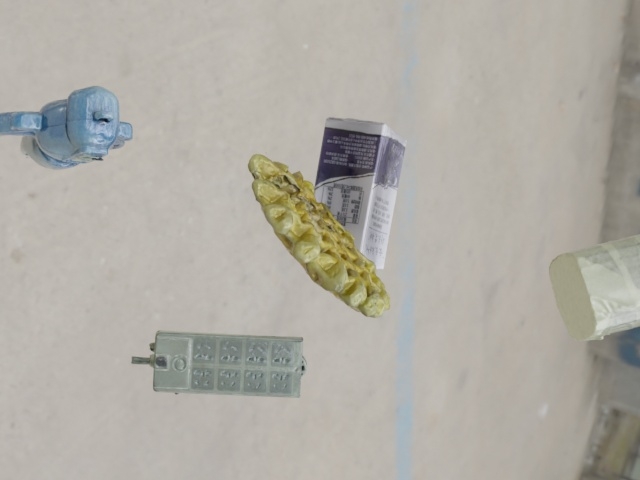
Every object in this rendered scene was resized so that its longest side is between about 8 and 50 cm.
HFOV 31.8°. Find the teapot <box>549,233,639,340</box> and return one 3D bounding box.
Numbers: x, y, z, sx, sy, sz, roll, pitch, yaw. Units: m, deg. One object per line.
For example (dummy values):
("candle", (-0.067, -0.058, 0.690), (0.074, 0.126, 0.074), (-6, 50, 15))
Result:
("teapot", (0.300, 0.019, 0.916), (0.107, 0.201, 0.077), (118, -43, -72))

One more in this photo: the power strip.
("power strip", (-0.078, 0.096, 0.868), (0.019, 0.136, 0.050), (-164, -102, -83))

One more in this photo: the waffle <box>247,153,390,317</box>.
("waffle", (-0.002, 0.001, 1.430), (0.056, 0.250, 0.261), (-38, 161, 8))

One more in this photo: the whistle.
("whistle", (-0.326, -0.140, 1.453), (0.180, 0.269, 0.093), (3, 86, -34))

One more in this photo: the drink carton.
("drink carton", (0.056, -0.069, 1.755), (0.134, 0.102, 0.222), (19, 80, -72))
